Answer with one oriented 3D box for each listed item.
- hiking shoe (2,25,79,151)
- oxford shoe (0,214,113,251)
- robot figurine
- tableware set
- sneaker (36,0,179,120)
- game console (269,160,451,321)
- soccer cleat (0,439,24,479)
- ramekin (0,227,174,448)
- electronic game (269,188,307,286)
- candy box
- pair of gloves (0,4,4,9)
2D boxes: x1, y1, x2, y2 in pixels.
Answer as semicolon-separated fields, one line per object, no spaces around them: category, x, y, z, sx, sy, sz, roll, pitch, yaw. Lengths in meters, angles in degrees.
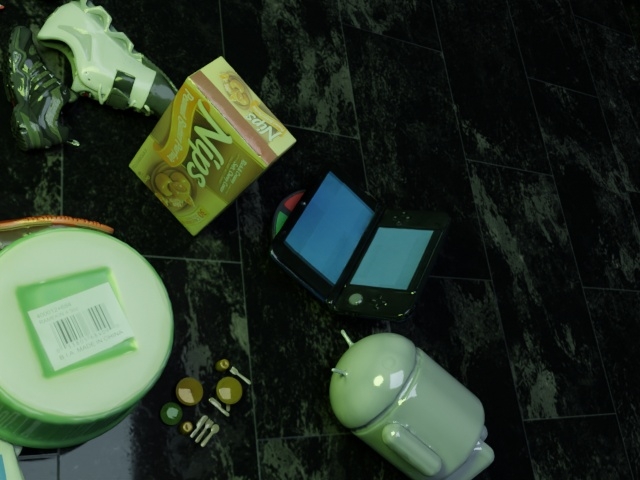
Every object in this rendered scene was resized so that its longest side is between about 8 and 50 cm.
hiking shoe;-0.488;-0.264;1.207;0.114;0.086;0.226;-5;82;-33
oxford shoe;-0.470;0.009;1.100;0.272;0.097;0.098;-1;90;-29
robot figurine;0.160;0.311;1.282;0.353;0.200;0.300;41;13;-10
tableware set;-0.200;0.270;1.186;0.104;0.024;0.154;42;54;-6
sneaker;-0.380;-0.290;1.280;0.330;0.122;0.146;45;70;-9
game console;0.088;-0.011;1.355;0.293;0.250;0.173;-60;140;-36
soccer cleat;-0.503;0.294;0.936;0.331;0.116;0.143;49;36;-7
ramekin;-0.356;0.129;0.967;0.304;0.148;0.303;13;63;-28
electronic game;0.000;0.000;1.419;0.229;0.048;0.229;13;63;-27
candy box;-0.198;-0.149;1.190;0.183;0.316;0.087;47;52;-7
pair of gloves;-0.672;-0.434;1.203;0.159;0.023;0.198;46;51;-6
